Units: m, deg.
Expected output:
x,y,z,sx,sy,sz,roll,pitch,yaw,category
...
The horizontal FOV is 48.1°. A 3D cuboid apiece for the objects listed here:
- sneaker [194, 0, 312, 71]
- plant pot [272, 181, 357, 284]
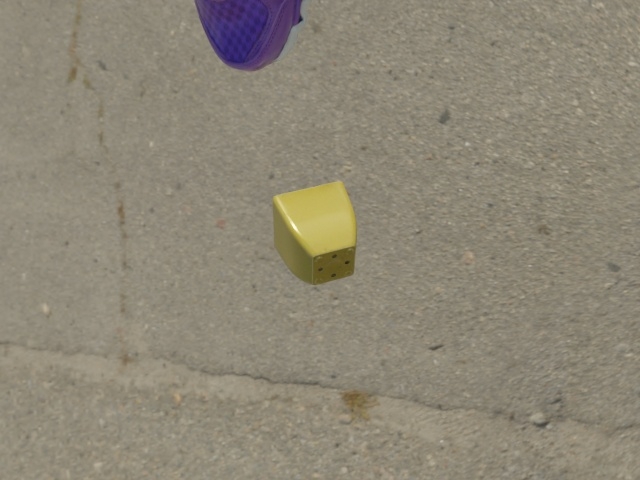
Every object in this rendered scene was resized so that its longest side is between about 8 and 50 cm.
x,y,z,sx,sy,sz,roll,pitch,yaw,category
-0.071,-0.203,0.405,0.095,0.104,0.236,19,134,29,sneaker
0.000,0.000,0.769,0.081,0.081,0.083,92,159,-47,plant pot
